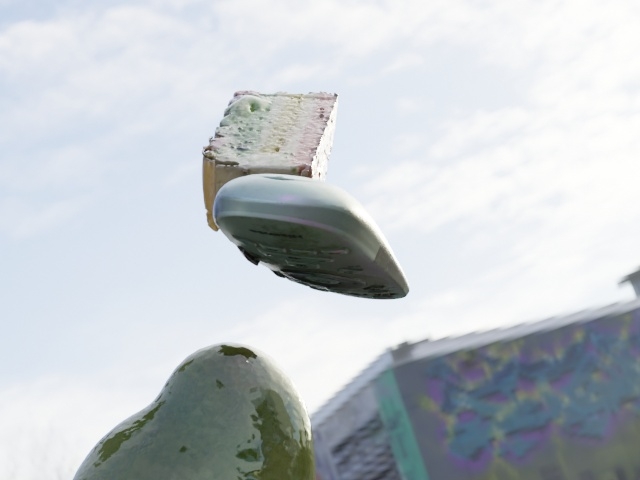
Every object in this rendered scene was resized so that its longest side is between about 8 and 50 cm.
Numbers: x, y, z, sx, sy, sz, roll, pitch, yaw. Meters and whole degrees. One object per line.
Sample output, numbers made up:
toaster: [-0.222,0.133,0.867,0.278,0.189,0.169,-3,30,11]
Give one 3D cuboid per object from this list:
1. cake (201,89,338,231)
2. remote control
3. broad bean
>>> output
cake: [-0.047,-0.079,1.337,0.109,0.090,0.225,2,27,6]
remote control: [0.000,0.002,0.857,0.097,0.045,0.256,8,-13,14]
broad bean: [-0.100,0.206,1.137,0.263,0.189,0.121,-52,-20,-40]
